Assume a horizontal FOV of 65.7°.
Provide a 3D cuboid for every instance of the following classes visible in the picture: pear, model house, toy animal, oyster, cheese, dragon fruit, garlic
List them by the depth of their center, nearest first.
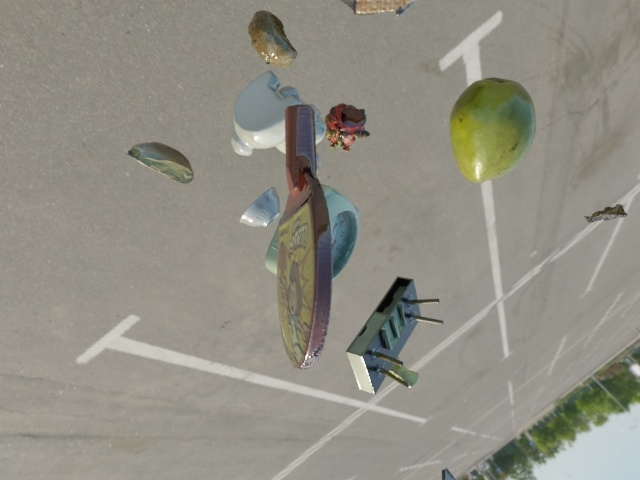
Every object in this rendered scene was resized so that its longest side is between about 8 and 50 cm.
[{"bbox_3d":[0.171,-0.594,1.077,0.166,0.172,0.182,-55,147,-52],"label":"model house"},{"bbox_3d":[0.197,0.312,1.184,0.044,0.083,0.030,-45,169,-22],"label":"cheese"},{"bbox_3d":[0.724,-0.064,1.260,0.086,0.029,0.132,-28,-179,21],"label":"oyster"},{"bbox_3d":[0.506,-0.325,1.476,0.253,0.253,0.306,-14,114,-34],"label":"pear"},{"bbox_3d":[-0.472,-0.241,1.483,0.196,0.101,0.086,27,105,-25],"label":"garlic"},{"bbox_3d":[-0.110,-0.327,1.500,0.241,0.196,0.368,-42,158,16],"label":"toy animal"},{"bbox_3d":[0.091,-0.402,1.785,0.160,0.167,0.172,-52,-179,-12],"label":"dragon fruit"}]

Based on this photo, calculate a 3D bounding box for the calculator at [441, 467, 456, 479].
[{"bbox_3d":[0.404,0.825,1.453,0.021,0.161,0.261,-30,-165,24],"label":"calculator"}]

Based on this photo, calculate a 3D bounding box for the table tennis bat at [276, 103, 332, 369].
[{"bbox_3d":[-0.030,-0.010,0.778,0.051,0.414,0.268,2,172,-16],"label":"table tennis bat"}]

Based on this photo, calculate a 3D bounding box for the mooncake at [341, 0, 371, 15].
[{"bbox_3d":[0.135,-0.753,1.287,0.307,0.154,0.305,-1,108,-4],"label":"mooncake"}]

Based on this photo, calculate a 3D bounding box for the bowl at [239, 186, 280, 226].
[{"bbox_3d":[-0.206,-0.107,1.861,0.189,0.086,0.189,-45,179,-1],"label":"bowl"}]

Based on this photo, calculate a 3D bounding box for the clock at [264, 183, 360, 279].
[{"bbox_3d":[0.000,0.000,1.362,0.324,0.109,0.265,28,85,-61],"label":"clock"}]

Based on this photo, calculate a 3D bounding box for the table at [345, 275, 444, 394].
[{"bbox_3d":[0.172,0.205,1.062,0.240,0.111,0.121,-48,133,-37],"label":"table"}]

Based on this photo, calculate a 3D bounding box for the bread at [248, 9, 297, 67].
[{"bbox_3d":[-0.095,-0.373,0.914,0.060,0.113,0.082,-33,150,23],"label":"bread"}]
